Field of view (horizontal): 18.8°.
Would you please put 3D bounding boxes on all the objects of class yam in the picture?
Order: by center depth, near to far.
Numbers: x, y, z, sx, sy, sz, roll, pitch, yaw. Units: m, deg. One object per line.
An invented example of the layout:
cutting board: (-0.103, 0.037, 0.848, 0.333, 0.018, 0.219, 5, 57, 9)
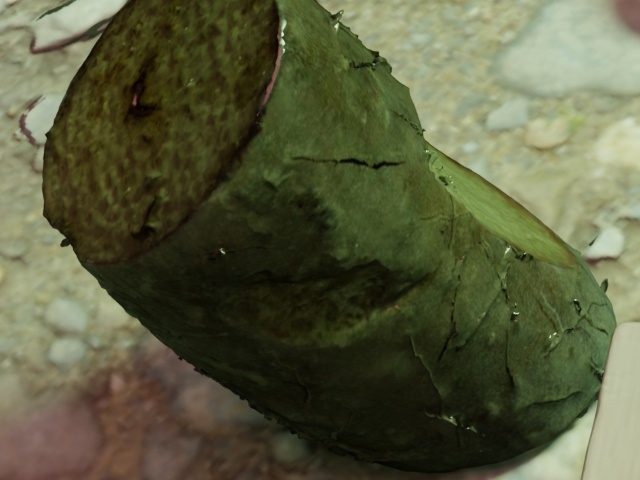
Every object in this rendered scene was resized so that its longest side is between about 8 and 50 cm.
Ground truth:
yam: (0.000, 0.000, 0.772, 0.154, 0.254, 0.154, -18, 57, 29)

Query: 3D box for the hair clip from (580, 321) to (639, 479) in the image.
hair clip: (0.105, 0.180, 0.667, 0.085, 0.101, 0.330, 0, 50, 23)
